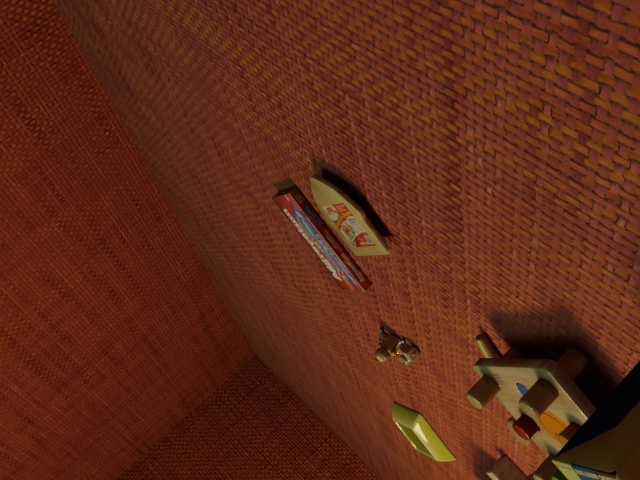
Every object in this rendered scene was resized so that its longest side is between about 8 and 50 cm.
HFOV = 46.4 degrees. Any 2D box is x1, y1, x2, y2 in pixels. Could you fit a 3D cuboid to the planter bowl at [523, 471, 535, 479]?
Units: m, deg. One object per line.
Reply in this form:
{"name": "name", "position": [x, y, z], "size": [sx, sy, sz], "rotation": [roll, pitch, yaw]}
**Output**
{"name": "planter bowl", "position": [0.478, 0.512, 1.432], "size": [0.162, 0.162, 0.109], "rotation": [48, 137, 3]}

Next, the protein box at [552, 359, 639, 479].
{"name": "protein box", "position": [0.430, 0.271, 0.876], "size": [0.201, 0.200, 0.136], "rotation": [49, 165, -2]}

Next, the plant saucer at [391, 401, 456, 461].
{"name": "plant saucer", "position": [0.295, 0.583, 2.239], "size": [0.188, 0.045, 0.188], "rotation": [52, 164, -12]}

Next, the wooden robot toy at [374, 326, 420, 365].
{"name": "wooden robot toy", "position": [0.169, 0.275, 1.801], "size": [0.076, 0.079, 0.173], "rotation": [57, 163, -26]}

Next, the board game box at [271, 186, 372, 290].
{"name": "board game box", "position": [0.000, 0.000, 1.716], "size": [0.281, 0.027, 0.145], "rotation": [52, 165, -11]}

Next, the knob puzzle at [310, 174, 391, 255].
{"name": "knob puzzle", "position": [0.051, -0.054, 1.448], "size": [0.213, 0.030, 0.213], "rotation": [44, 164, 16]}

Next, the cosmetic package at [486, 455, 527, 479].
{"name": "cosmetic package", "position": [0.454, 0.571, 1.763], "size": [0.115, 0.060, 0.041], "rotation": [48, 163, 9]}

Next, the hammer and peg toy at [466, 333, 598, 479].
{"name": "hammer and peg toy", "position": [0.361, 0.294, 1.245], "size": [0.266, 0.127, 0.361], "rotation": [50, 164, -4]}
